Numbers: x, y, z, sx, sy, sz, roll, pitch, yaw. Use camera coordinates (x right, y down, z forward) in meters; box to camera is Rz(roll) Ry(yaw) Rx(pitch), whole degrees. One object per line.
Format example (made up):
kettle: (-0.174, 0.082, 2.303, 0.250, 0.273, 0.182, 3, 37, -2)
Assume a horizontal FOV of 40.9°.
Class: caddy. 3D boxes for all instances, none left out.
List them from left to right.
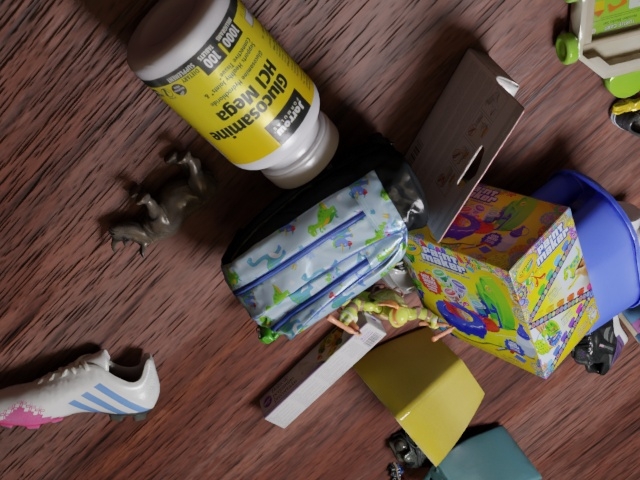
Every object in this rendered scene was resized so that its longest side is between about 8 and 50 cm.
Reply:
caddy: (0.517, 0.018, 1.699, 0.179, 0.241, 0.341, -33, 131, -11)

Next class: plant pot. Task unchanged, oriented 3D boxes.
plant pot: (0.227, 0.320, 1.868, 0.187, 0.212, 0.212, -40, 129, -3)
plant pot: (0.371, 0.583, 2.080, 0.234, 0.166, 0.165, -5, 134, -36)

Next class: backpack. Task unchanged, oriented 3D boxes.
backpack: (0.000, 0.000, 1.469, 0.355, 0.290, 0.273, -22, 103, -2)

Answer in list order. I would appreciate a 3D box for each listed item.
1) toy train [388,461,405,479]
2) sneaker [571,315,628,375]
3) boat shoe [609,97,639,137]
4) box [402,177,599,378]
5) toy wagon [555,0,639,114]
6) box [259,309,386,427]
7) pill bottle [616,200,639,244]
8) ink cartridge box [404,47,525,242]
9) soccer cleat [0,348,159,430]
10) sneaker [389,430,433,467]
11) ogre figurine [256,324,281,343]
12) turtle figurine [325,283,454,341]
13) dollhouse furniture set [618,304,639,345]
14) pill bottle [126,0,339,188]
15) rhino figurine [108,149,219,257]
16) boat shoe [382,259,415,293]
toy train: (0.201, 0.616, 2.183, 0.036, 0.027, 0.158, -21, 130, -7)
sneaker: (0.608, 0.214, 1.930, 0.283, 0.107, 0.124, 43, 69, -40)
boat shoe: (0.676, -0.226, 1.684, 0.228, 0.076, 0.080, 10, 122, -24)
box: (0.323, 0.059, 1.595, 0.177, 0.290, 0.279, -42, 127, -21)
toy wagon: (0.548, -0.388, 1.527, 0.267, 0.068, 0.344, -15, 129, -8)
box: (0.002, 0.272, 1.836, 0.067, 0.063, 0.324, 33, 110, -34)
pill bottle: (0.624, 0.017, 1.826, 0.108, 0.108, 0.193, -11, 128, -11)
ink cartridge box: (0.250, -0.161, 1.484, 0.060, 0.239, 0.275, 15, 119, -27)
soccer cleat: (-0.478, 0.276, 1.663, 0.331, 0.116, 0.143, -1, 110, -21)
sneaker: (0.246, 0.464, 2.047, 0.130, 0.087, 0.227, -3, 132, -25)
ogre figurine: (-0.048, 0.107, 1.662, 0.097, 0.118, 0.197, 21, 116, -29)
turtle figurine: (0.108, 0.124, 1.661, 0.269, 0.217, 0.087, 4, 98, -23)
dollhouse furniture set: (0.849, 0.234, 1.940, 0.198, 0.303, 0.286, -38, 128, 12)
pill bottle: (-0.122, -0.232, 1.339, 0.188, 0.188, 0.334, -39, 128, 12)
rhino figurine: (-0.278, -0.054, 1.495, 0.243, 0.073, 0.106, -41, 124, 15)
boat shoe: (0.145, 0.027, 1.688, 0.095, 0.084, 0.258, -29, 129, 3)
